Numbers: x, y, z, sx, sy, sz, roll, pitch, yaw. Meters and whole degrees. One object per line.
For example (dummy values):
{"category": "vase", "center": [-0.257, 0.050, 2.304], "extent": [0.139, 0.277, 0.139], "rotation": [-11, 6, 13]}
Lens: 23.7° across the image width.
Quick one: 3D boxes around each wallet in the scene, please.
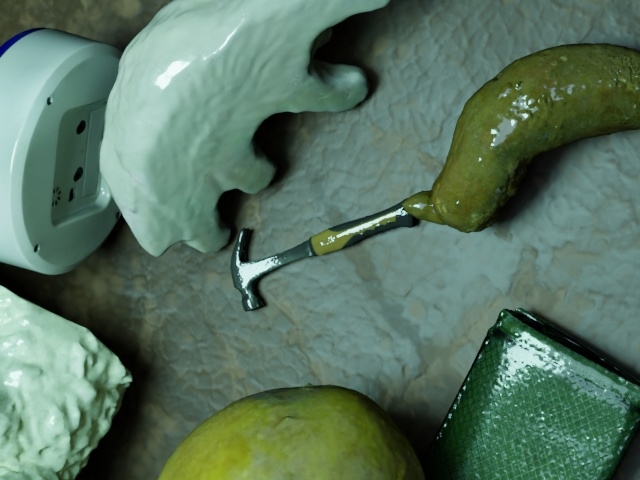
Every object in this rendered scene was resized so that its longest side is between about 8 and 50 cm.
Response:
{"category": "wallet", "center": [0.180, 0.196, 1.361], "extent": [0.160, 0.055, 0.236], "rotation": [32, 107, 25]}

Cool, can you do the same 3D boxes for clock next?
{"category": "clock", "center": [-0.256, -0.084, 1.460], "extent": [0.083, 0.230, 0.230], "rotation": [16, 96, 19]}

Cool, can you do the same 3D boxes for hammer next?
{"category": "hammer", "center": [0.000, 0.000, 1.459], "extent": [0.201, 0.021, 0.078], "rotation": [-22, 81, 22]}

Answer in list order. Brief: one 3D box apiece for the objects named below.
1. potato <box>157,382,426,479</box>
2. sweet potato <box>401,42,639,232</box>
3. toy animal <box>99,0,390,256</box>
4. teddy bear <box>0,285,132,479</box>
{"category": "potato", "center": [-0.092, 0.281, 1.338], "extent": [0.397, 0.290, 0.296], "rotation": [-6, 94, 10]}
{"category": "sweet potato", "center": [0.196, -0.100, 1.333], "extent": [0.310, 0.098, 0.124], "rotation": [-25, 110, 18]}
{"category": "toy animal", "center": [-0.101, -0.152, 1.443], "extent": [0.188, 0.266, 0.308], "rotation": [51, 151, 30]}
{"category": "teddy bear", "center": [-0.365, 0.213, 1.456], "extent": [0.375, 0.327, 0.362], "rotation": [28, 73, 9]}
